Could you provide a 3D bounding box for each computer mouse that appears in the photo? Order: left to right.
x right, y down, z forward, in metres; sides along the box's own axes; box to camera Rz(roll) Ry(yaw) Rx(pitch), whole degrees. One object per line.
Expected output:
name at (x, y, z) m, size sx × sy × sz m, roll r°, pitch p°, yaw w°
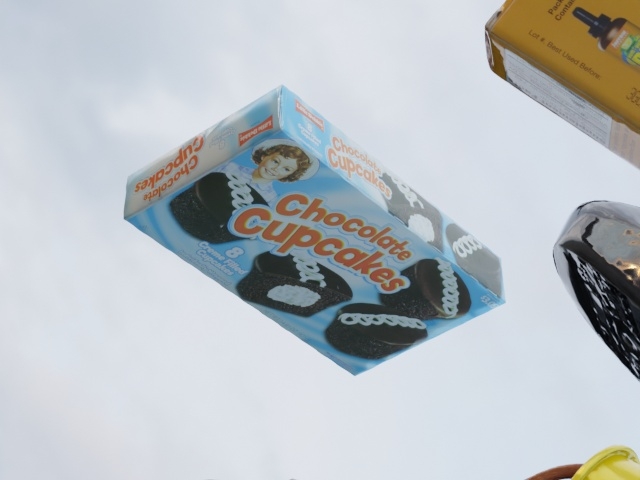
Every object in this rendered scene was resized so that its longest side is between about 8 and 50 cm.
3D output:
computer mouse at (0.149, 0.060, 0.532) m, size 0.242 × 0.041 × 0.071 m, roll 50°, pitch -9°, yaw 42°

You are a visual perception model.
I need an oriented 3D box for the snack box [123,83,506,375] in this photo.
snack box at (0.000, 0.000, 1.628) m, size 0.187 × 0.322 × 0.060 m, roll -29°, pitch -137°, yaw 30°

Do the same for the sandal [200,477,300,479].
sandal at (0.023, 0.197, 1.075) m, size 0.076 × 0.265 × 0.102 m, roll -38°, pitch -137°, yaw 23°

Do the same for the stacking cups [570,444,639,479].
stacking cups at (0.270, 0.212, 0.951) m, size 0.316 × 0.096 × 0.096 m, roll 24°, pitch -50°, yaw 37°

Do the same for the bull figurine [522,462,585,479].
bull figurine at (0.130, 0.294, 1.132) m, size 0.188 × 0.101 × 0.310 m, roll 1°, pitch -102°, yaw 44°

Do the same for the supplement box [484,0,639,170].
supplement box at (0.216, -0.085, 1.106) m, size 0.233 × 0.078 × 0.080 m, roll 37°, pitch -9°, yaw 13°
